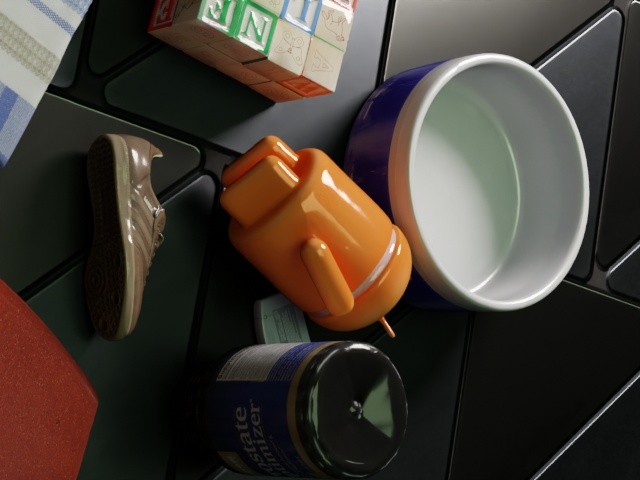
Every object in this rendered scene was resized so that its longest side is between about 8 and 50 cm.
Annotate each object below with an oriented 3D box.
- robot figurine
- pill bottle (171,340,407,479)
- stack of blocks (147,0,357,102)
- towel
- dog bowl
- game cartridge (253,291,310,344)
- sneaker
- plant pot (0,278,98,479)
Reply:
[{"bbox_3d":[0.000,0.001,1.871,0.219,0.158,0.128,44,71,-23],"label":"robot figurine"},{"bbox_3d":[-0.034,0.154,1.775,0.123,0.219,0.122,5,83,-40],"label":"pill bottle"},{"bbox_3d":[-0.101,-0.268,1.841,0.297,0.087,0.171,27,70,-36],"label":"stack of blocks"},{"bbox_3d":[-0.278,-0.230,1.603,0.209,0.034,0.285,37,66,-35],"label":"towel"},{"bbox_3d":[0.153,-0.057,2.027,0.265,0.104,0.264,4,84,-40],"label":"dog bowl"},{"bbox_3d":[-0.037,0.092,1.913,0.056,0.017,0.083,-20,99,-43],"label":"game cartridge"},{"bbox_3d":[-0.168,-0.003,1.776,0.071,0.066,0.188,3,85,-41],"label":"sneaker"},{"bbox_3d":[-0.331,0.157,1.517,0.236,0.267,0.267,32,66,-47],"label":"plant pot"}]
